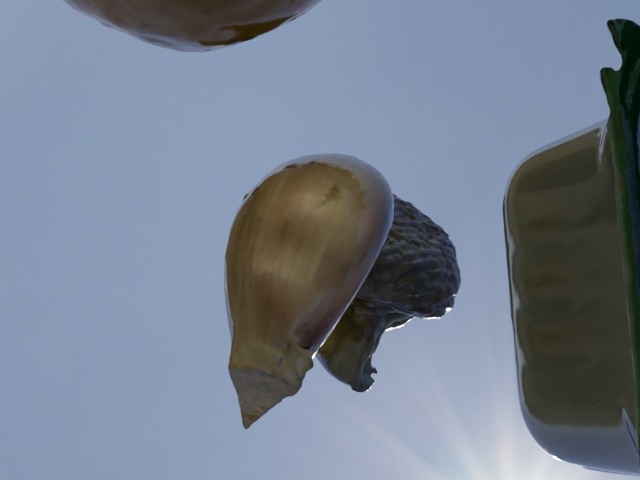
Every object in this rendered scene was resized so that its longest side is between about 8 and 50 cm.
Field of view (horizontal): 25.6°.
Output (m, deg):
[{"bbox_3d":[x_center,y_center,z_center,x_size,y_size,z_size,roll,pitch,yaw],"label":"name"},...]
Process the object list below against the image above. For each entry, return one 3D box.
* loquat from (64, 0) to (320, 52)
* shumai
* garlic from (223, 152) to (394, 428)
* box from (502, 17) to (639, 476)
[{"bbox_3d":[-0.068,-0.204,0.748,0.208,0.208,0.208,-24,-139,23],"label":"loquat"},{"bbox_3d":[0.030,0.039,1.305,0.161,0.209,0.153,40,-68,31],"label":"shumai"},{"bbox_3d":[0.004,-0.003,1.058,0.148,0.128,0.266,-38,-175,38],"label":"garlic"},{"bbox_3d":[0.207,0.039,0.798,0.106,0.337,0.264,-11,-102,37],"label":"box"}]
